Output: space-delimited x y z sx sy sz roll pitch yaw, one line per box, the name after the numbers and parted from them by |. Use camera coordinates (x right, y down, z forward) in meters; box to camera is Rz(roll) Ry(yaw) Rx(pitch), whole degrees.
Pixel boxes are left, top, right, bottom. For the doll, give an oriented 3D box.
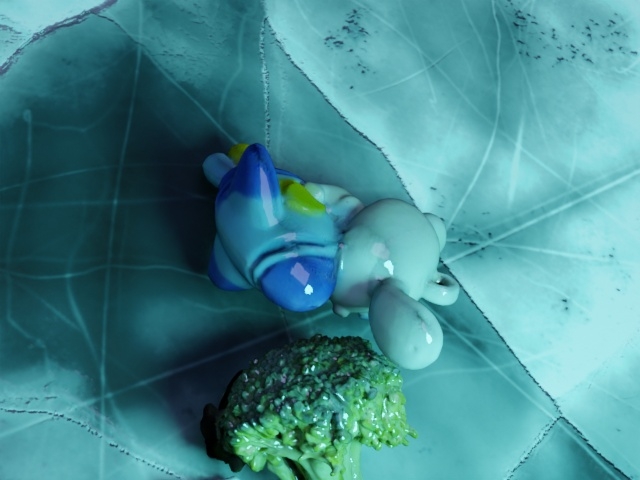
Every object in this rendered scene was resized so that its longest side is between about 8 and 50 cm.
-0.003 0.008 1.421 0.365 0.376 0.187 22 93 1 | doll

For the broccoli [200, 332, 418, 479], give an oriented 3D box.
-0.006 0.236 1.352 0.246 0.263 0.244 -18 97 6 | broccoli

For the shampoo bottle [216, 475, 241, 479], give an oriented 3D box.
-0.125 0.312 1.327 0.099 0.043 0.072 -3 66 -22 | shampoo bottle
